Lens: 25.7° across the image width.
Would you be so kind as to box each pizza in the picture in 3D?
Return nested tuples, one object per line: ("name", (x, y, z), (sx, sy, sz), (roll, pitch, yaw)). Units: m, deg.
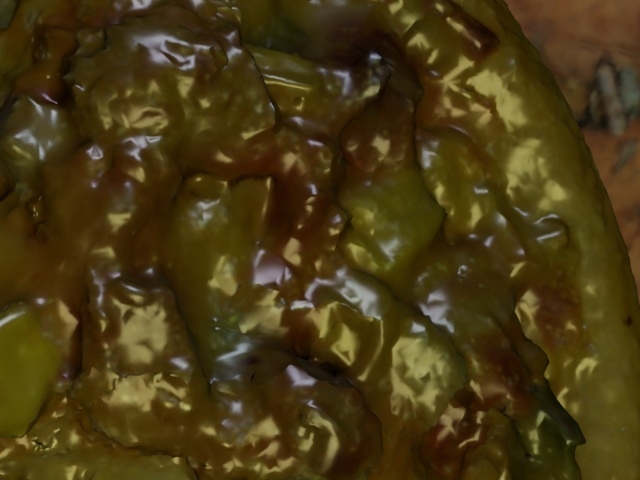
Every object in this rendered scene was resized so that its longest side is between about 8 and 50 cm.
("pizza", (0.015, -0.026, 0.461), (0.258, 0.087, 0.268), (19, 67, -25))
